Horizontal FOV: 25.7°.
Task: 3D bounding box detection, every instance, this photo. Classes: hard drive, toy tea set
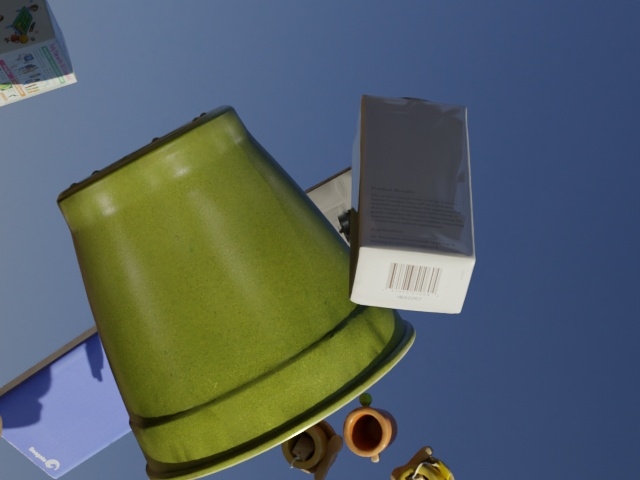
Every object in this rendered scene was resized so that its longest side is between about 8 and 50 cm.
[{"bbox_3d":[-0.400,0.268,2.424,0.319,0.210,0.040,-33,-145,11],"label":"hard drive"},{"bbox_3d":[0.027,0.310,2.033,0.336,0.124,0.200,48,-70,21],"label":"toy tea set"}]

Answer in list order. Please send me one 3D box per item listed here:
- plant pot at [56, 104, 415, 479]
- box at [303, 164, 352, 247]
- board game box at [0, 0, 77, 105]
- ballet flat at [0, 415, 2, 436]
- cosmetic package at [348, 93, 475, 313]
[{"bbox_3d":[-0.129,0.042,1.673,0.353,0.366,0.366,62,-20,-8],"label":"plant pot"},{"bbox_3d":[0.000,0.000,2.465,0.290,0.087,0.169,-27,-103,26],"label":"box"},{"bbox_3d":[-0.534,-0.264,2.092,0.224,0.303,0.097,102,-30,-80],"label":"board game box"},{"bbox_3d":[-0.524,0.235,1.547,0.116,0.343,0.124,169,-78,-64],"label":"ballet flat"},{"bbox_3d":[0.091,-0.041,1.430,0.231,0.117,0.085,-86,-176,-45],"label":"cosmetic package"}]
